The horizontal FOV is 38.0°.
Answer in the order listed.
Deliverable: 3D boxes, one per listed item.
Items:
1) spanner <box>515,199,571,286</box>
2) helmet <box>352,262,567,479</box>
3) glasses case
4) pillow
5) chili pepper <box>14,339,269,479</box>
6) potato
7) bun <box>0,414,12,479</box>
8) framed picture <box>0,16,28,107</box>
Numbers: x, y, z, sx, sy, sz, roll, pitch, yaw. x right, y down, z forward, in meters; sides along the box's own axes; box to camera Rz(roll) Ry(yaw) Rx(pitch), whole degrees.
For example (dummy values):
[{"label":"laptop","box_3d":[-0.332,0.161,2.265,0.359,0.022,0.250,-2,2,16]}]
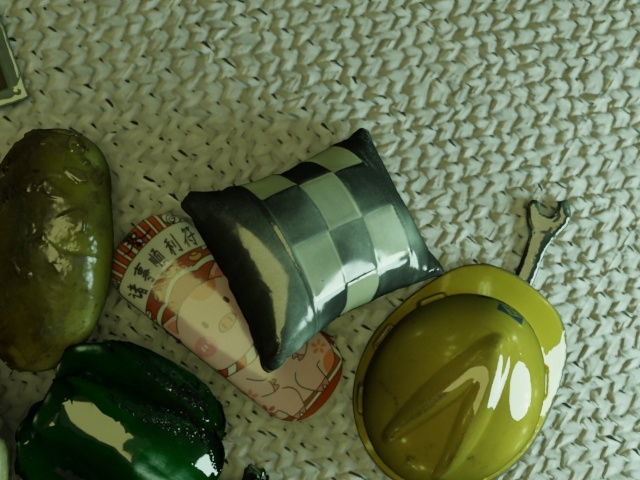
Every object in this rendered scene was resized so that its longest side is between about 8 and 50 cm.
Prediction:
[{"label":"spanner","box_3d":[0.212,0.070,1.015,0.054,0.015,0.254,22,87,-2]},{"label":"helmet","box_3d":[0.144,0.146,0.937,0.205,0.140,0.257,36,90,5]},{"label":"glasses case","box_3d":[-0.096,0.080,0.960,0.267,0.067,0.103,38,79,-4]},{"label":"pillow","box_3d":[0.000,0.000,0.933,0.250,0.106,0.186,-24,87,-36]},{"label":"chili pepper","box_3d":[-0.161,0.212,0.903,0.261,0.165,0.174,35,91,-18]},{"label":"potato","box_3d":[-0.273,0.011,0.917,0.149,0.113,0.251,9,83,22]},{"label":"bun","box_3d":[-0.386,0.187,0.847,0.259,0.259,0.152,54,41,-2]},{"label":"framed picture","box_3d":[-0.458,-0.247,0.962,0.232,0.019,0.296,-19,90,-6]}]
